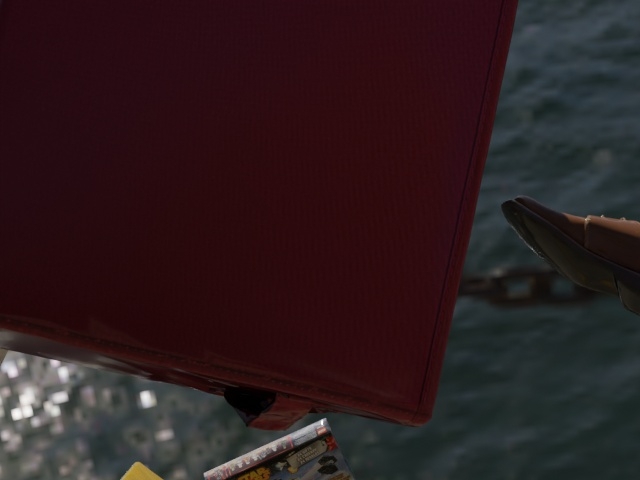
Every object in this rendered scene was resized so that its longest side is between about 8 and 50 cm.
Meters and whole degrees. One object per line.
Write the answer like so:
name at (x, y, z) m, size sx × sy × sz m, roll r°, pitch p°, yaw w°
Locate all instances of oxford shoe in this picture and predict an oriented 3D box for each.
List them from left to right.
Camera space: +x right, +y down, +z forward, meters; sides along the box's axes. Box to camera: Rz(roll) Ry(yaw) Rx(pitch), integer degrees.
oxford shoe at (0.276, 0.004, 1.898) m, size 0.212 × 0.076 × 0.076 m, roll 30°, pitch 71°, yaw 22°

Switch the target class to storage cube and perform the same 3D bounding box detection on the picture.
storage cube at (-0.057, -0.041, 0.769) m, size 0.193 × 0.215 × 0.183 m, roll 14°, pitch -7°, yaw -18°

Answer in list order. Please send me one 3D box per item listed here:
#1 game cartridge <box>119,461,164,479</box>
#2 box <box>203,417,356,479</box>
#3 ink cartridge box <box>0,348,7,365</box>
game cartridge at (-0.069, 0.332, 1.658) m, size 0.053 × 0.323 × 0.285 m, roll -51°, pitch 0°, yaw 7°
box at (-0.037, 0.246, 1.935) m, size 0.137 × 0.094 × 0.027 m, roll -24°, pitch 32°, yaw 0°
ink cartridge box at (-0.354, 0.008, 1.605) m, size 0.171 × 0.168 × 0.232 m, roll 26°, pitch 0°, yaw 15°
